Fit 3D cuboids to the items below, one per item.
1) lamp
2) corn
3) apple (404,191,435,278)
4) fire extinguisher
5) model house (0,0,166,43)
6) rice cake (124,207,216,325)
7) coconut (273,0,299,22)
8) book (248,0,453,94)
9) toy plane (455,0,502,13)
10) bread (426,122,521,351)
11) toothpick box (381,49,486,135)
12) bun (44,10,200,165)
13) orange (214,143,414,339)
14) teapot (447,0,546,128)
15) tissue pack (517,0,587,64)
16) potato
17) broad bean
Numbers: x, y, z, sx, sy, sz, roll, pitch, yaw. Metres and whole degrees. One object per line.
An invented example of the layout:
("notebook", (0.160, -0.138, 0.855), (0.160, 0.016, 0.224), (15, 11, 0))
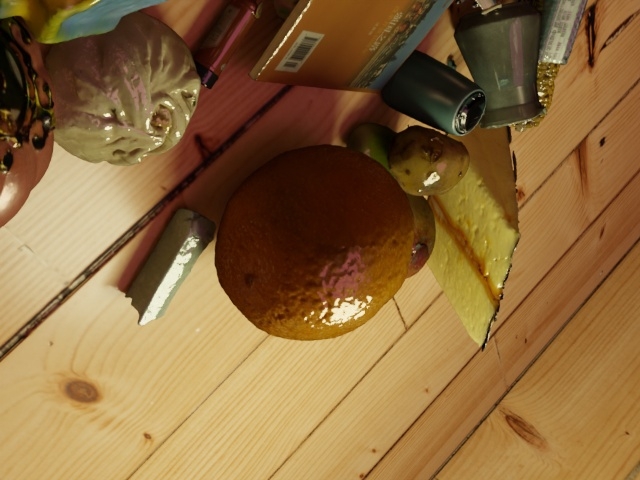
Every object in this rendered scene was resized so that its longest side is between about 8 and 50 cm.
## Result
("lamp", (-0.413, -0.138, 0.765), (0.305, 0.239, 0.305), (-9, 90, -75))
("corn", (0.501, -0.397, 1.765), (0.097, 0.097, 0.320), (-23, 133, -37))
("apple", (0.158, -0.019, 1.611), (0.188, 0.174, 0.207), (43, 39, -38))
("fire extinguisher", (-0.132, -0.305, 1.120), (0.177, 0.050, 0.062), (-56, -172, 3))
("model house", (-0.219, -0.346, 0.771), (0.303, 0.215, 0.237), (-33, 102, -32))
("rice cake", (-0.248, 0.041, 1.275), (0.206, 0.063, 0.069), (-58, 152, 9))
("coconut", (-0.032, -0.364, 1.170), (0.083, 0.082, 0.081), (-11, 94, -56))
("book", (0.073, -0.348, 1.244), (0.262, 0.028, 0.374), (-50, 159, 28))
("toy plane", (0.235, -0.482, 1.381), (0.262, 0.088, 0.192), (-26, 110, -5))
("bread", (0.396, -0.026, 1.765), (0.242, 0.405, 0.346), (-15, 143, -29))
("toothpick box", (0.216, -0.273, 1.448), (0.120, 0.184, 0.120), (-32, 141, -30))
("bun", (-0.250, -0.188, 1.015), (0.231, 0.133, 0.231), (-33, 143, -30))
("orange", (0.000, 0.000, 1.309), (0.357, 0.322, 0.322), (-34, 142, -40))
("teapot", (0.348, -0.340, 1.524), (0.171, 0.203, 0.225), (-21, 103, -49))
("tissue pack", (0.471, -0.508, 1.554), (0.081, 0.185, 0.257), (4, 123, -9))
("potato", (0.206, -0.146, 1.457), (0.176, 0.137, 0.137), (14, 109, -33))
("broad bean", (0.117, -0.165, 1.516), (0.174, 0.082, 0.124), (-1, 96, -42))
